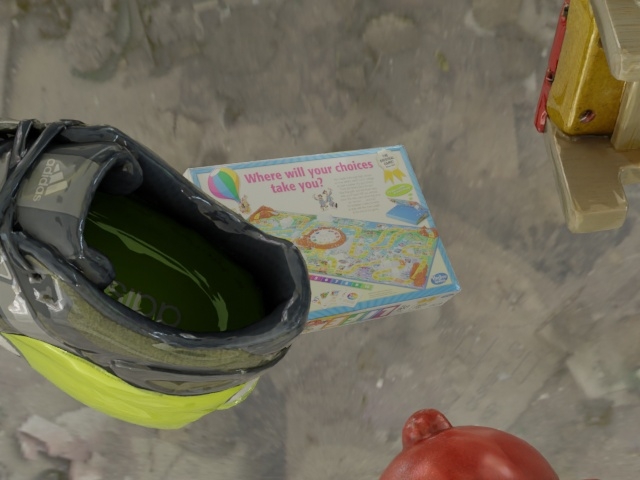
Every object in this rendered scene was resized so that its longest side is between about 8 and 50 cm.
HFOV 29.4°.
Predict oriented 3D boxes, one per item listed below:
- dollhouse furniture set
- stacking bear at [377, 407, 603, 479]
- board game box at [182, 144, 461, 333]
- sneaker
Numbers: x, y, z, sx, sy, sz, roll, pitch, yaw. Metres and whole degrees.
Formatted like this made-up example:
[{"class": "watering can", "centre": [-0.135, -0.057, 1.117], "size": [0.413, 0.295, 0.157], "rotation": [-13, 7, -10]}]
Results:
[{"class": "dollhouse furniture set", "centre": [0.195, -0.187, 0.424], "size": [0.201, 0.374, 0.152], "rotation": [-6, 50, -9]}, {"class": "stacking bear", "centre": [0.146, 0.187, 0.602], "size": [0.289, 0.164, 0.175], "rotation": [26, 117, 38]}, {"class": "board game box", "centre": [0.000, 0.000, 0.727], "size": [0.154, 0.026, 0.103], "rotation": [-9, 70, -32]}, {"class": "sneaker", "centre": [-0.133, -0.017, 0.470], "size": [0.300, 0.121, 0.111], "rotation": [20, 64, -23]}]
